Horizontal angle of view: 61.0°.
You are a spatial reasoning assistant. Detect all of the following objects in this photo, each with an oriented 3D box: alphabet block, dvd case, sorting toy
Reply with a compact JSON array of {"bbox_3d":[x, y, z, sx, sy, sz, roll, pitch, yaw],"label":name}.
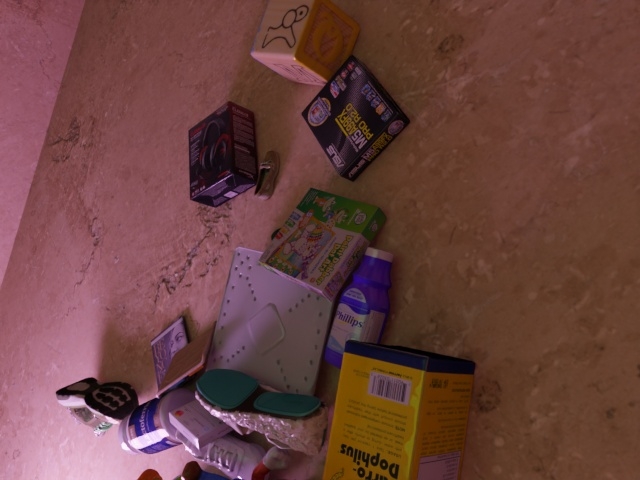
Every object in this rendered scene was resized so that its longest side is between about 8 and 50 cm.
[{"bbox_3d":[-0.043,-0.556,1.512,0.197,0.193,0.192,23,95,43],"label":"alphabet block"},{"bbox_3d":[-0.470,0.372,1.725,0.164,0.018,0.221,-38,51,21],"label":"dvd case"},{"bbox_3d":[-0.380,0.348,1.581,0.208,0.038,0.193,-40,17,16],"label":"sorting toy"}]

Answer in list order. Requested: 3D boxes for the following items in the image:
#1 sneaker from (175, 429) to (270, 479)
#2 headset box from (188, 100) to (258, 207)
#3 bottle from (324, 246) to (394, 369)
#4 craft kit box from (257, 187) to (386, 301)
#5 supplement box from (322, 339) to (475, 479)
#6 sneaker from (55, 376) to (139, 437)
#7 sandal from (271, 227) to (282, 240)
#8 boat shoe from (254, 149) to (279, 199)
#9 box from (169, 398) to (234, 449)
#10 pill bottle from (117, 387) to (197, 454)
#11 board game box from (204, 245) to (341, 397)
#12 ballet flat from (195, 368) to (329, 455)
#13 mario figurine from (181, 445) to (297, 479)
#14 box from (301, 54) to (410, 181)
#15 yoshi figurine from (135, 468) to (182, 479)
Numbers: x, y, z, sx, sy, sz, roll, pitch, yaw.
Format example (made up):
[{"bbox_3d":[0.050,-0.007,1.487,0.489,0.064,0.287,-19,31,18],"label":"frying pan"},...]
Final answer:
[{"bbox_3d":[-0.259,0.558,1.406,0.305,0.152,0.114,13,86,41],"label":"sneaker"},{"bbox_3d":[-0.314,-0.283,1.731,0.218,0.110,0.293,-22,64,36],"label":"headset box"},{"bbox_3d":[0.098,0.158,1.242,0.118,0.092,0.283,16,89,45],"label":"bottle"},{"bbox_3d":[0.000,0.000,1.348,0.246,0.061,0.250,21,71,41],"label":"craft kit box"},{"bbox_3d":[0.150,0.391,1.057,0.195,0.194,0.356,3,79,42],"label":"supplement box"},{"bbox_3d":[-0.750,0.596,1.883,0.410,0.158,0.182,0,109,40],"label":"sneaker"},{"bbox_3d":[-0.082,0.013,1.482,0.179,0.040,0.067,37,104,42],"label":"sandal"},{"bbox_3d":[-0.163,-0.198,1.612,0.056,0.048,0.153,8,83,43],"label":"boat shoe"},{"bbox_3d":[-0.280,0.458,1.435,0.145,0.186,0.038,19,118,43],"label":"box"},{"bbox_3d":[-0.474,0.542,1.604,0.265,0.153,0.153,-30,59,33],"label":"pill bottle"},{"bbox_3d":[-0.128,0.236,1.433,0.390,0.050,0.390,11,87,41],"label":"board game box"},{"bbox_3d":[-0.150,0.419,1.299,0.409,0.147,0.147,4,80,40],"label":"ballet flat"},{"bbox_3d":[-0.165,0.581,1.233,0.320,0.170,0.198,4,92,3],"label":"mario figurine"},{"bbox_3d":[0.083,-0.322,1.420,0.216,0.060,0.270,-44,52,23],"label":"box"},{"bbox_3d":[-0.373,0.763,1.437,0.362,0.203,0.203,6,97,40],"label":"yoshi figurine"}]
